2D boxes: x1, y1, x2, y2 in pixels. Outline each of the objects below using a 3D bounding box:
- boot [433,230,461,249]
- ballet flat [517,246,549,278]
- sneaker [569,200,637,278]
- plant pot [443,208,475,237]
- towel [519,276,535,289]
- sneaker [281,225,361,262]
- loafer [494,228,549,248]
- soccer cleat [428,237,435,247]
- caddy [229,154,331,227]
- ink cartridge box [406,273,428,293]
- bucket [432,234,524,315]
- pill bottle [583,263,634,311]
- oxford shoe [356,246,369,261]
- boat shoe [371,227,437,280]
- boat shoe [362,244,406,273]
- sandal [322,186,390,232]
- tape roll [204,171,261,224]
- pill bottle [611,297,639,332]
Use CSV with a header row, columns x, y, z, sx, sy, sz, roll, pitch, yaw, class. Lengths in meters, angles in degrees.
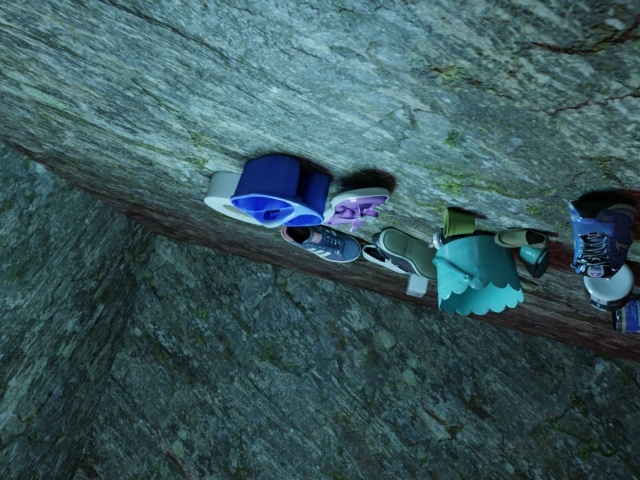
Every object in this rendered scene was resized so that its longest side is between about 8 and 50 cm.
x,y,z,sx,sy,sz,roll,pitch,yaw,class
0.456,0.008,1.628,0.086,0.069,0.189,-5,166,43,boot
0.665,0.051,1.533,0.087,0.083,0.247,37,-179,30,ballet flat
0.648,0.007,1.120,0.129,0.147,0.330,6,164,41,sneaker
0.398,-0.048,1.398,0.079,0.084,0.083,3,167,6,plant pot
0.798,0.169,2.013,0.148,0.027,0.110,22,168,-28,towel
0.000,0.000,2.019,0.349,0.131,0.148,16,173,1,sneaker
0.574,-0.009,1.392,0.147,0.056,0.050,1,164,18,loafer
0.414,0.011,1.770,0.035,0.029,0.083,18,165,9,soccer cleat
-0.124,-0.123,1.470,0.241,0.179,0.341,24,167,-32,caddy
0.450,0.178,2.246,0.082,0.140,0.191,12,169,11,ink cartridge box
0.499,0.116,1.570,0.280,0.183,0.281,-1,154,0,bucket
0.887,0.146,1.509,0.130,0.131,0.245,9,167,32,pill bottle
0.169,0.051,2.191,0.096,0.083,0.227,3,175,35,oxford shoe
0.328,0.056,1.859,0.339,0.127,0.113,24,167,-29,boat shoe
0.298,0.078,2.085,0.257,0.095,0.084,11,172,18,boat shoe
0.106,-0.076,1.458,0.169,0.103,0.416,-10,175,-10,sandal
-0.270,-0.146,1.765,0.285,0.100,0.286,15,169,3,tape roll
1.137,0.258,1.688,0.219,0.123,0.123,-4,162,23,pill bottle
